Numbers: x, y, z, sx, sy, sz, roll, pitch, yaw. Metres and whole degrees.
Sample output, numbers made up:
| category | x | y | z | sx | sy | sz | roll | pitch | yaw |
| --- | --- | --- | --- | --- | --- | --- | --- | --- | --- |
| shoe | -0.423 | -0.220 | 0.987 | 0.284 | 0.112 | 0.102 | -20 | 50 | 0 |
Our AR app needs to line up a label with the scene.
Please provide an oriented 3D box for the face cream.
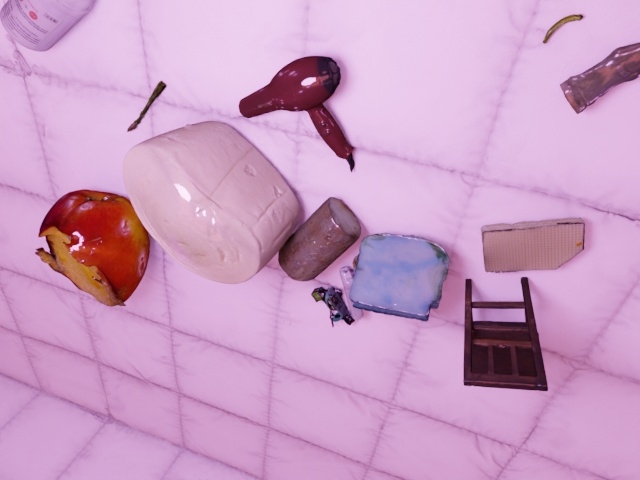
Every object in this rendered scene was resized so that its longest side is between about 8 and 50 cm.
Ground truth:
| category | x | y | z | sx | sy | sz | roll | pitch | yaw |
| --- | --- | --- | --- | --- | --- | --- | --- | --- | --- |
| face cream | -0.707 | -0.672 | 1.138 | 0.369 | 0.145 | 0.145 | -18 | 113 | 28 |

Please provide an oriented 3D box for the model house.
| category | x | y | z | sx | sy | sz | roll | pitch | yaw |
| --- | --- | --- | --- | --- | --- | --- | --- | --- | --- |
| model house | 0.248 | 0.128 | 1.281 | 0.261 | 0.226 | 0.241 | 10 | 161 | 17 |

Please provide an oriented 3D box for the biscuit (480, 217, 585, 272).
| category | x | y | z | sx | sy | sz | roll | pitch | yaw |
| --- | --- | --- | --- | --- | --- | --- | --- | --- | --- |
| biscuit | 0.577 | 0.013 | 1.145 | 0.252 | 0.052 | 0.150 | -6 | 122 | 25 |

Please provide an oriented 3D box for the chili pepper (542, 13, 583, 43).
| category | x | y | z | sx | sy | sz | roll | pitch | yaw |
| --- | --- | --- | --- | --- | --- | --- | --- | --- | --- |
| chili pepper | 0.517 | -0.458 | 0.896 | 0.083 | 0.017 | 0.030 | -24 | 111 | 30 |

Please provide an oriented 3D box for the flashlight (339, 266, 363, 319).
| category | x | y | z | sx | sy | sz | roll | pitch | yaw |
| --- | --- | --- | --- | --- | --- | --- | --- | --- | --- |
| flashlight | 0.108 | 0.179 | 1.397 | 0.047 | 0.093 | 0.200 | -19 | 115 | -5 |

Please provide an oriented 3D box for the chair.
| category | x | y | z | sx | sy | sz | roll | pitch | yaw |
| --- | --- | --- | --- | --- | --- | --- | --- | --- | --- |
| chair | 0.494 | 0.314 | 1.136 | 0.203 | 0.416 | 0.241 | -2 | 119 | 22 |

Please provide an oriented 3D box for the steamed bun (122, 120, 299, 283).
| category | x | y | z | sx | sy | sz | roll | pitch | yaw |
| --- | --- | --- | --- | --- | --- | --- | --- | --- | --- |
| steamed bun | -0.315 | -0.099 | 1.210 | 0.456 | 0.371 | 0.290 | 47 | 125 | -8 |

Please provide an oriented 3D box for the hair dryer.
| category | x | y | z | sx | sy | sz | roll | pitch | yaw |
| --- | --- | --- | --- | --- | --- | --- | --- | --- | --- |
| hair dryer | -0.029 | -0.313 | 1.156 | 0.312 | 0.123 | 0.340 | -13 | 126 | 38 |

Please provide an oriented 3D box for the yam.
| category | x | y | z | sx | sy | sz | roll | pitch | yaw |
| --- | --- | --- | --- | --- | --- | --- | --- | --- | --- |
| yam | 0.000 | 0.000 | 1.284 | 0.161 | 0.161 | 0.268 | 40 | 126 | -7 |

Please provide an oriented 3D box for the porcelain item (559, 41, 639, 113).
| category | x | y | z | sx | sy | sz | roll | pitch | yaw |
| --- | --- | --- | --- | --- | --- | --- | --- | --- | --- |
| porcelain item | 0.629 | -0.366 | 0.880 | 0.215 | 0.069 | 0.081 | -33 | 101 | 34 |

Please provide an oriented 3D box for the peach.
| category | x | y | z | sx | sy | sz | roll | pitch | yaw |
| --- | --- | --- | --- | --- | --- | --- | --- | --- | --- |
| peach | -0.777 | 0.038 | 1.480 | 0.339 | 0.353 | 0.417 | 16 | 102 | 32 |

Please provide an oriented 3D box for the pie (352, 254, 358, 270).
| category | x | y | z | sx | sy | sz | roll | pitch | yaw |
| --- | --- | --- | --- | --- | --- | --- | --- | --- | --- |
| pie | 0.143 | 0.080 | 1.366 | 0.085 | 0.017 | 0.085 | 10 | 123 | 15 |

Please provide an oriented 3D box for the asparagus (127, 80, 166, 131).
| category | x | y | z | sx | sy | sz | roll | pitch | yaw |
| --- | --- | --- | --- | --- | --- | --- | --- | --- | --- |
| asparagus | -0.550 | -0.415 | 1.313 | 0.233 | 0.022 | 0.023 | -36 | 147 | 31 |

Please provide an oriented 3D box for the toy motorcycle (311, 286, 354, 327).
| category | x | y | z | sx | sy | sz | roll | pitch | yaw |
| --- | --- | --- | --- | --- | --- | --- | --- | --- | --- |
| toy motorcycle | 0.051 | 0.235 | 1.474 | 0.100 | 0.058 | 0.173 | -21 | 110 | 37 |
